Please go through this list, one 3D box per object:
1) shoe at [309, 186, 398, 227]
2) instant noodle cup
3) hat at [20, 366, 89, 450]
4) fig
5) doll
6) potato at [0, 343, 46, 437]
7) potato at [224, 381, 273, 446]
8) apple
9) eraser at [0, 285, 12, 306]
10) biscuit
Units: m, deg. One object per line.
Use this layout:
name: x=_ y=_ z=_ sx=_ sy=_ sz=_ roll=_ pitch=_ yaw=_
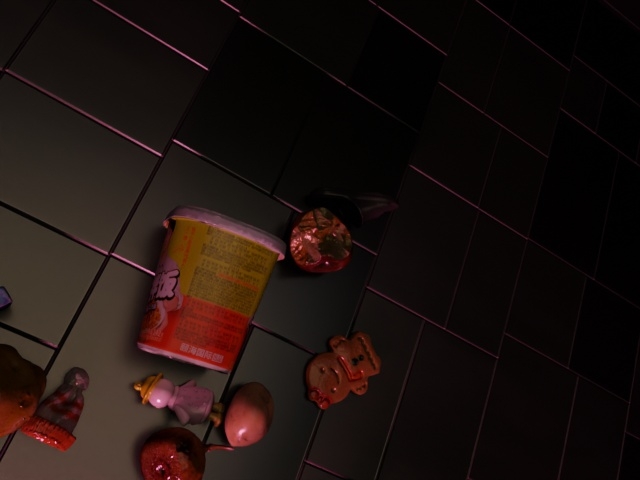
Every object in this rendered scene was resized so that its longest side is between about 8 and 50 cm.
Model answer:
shoe: x=0.087 y=-0.079 z=1.672 sx=0.241 sy=0.108 sz=0.093 roll=8 pitch=75 yaw=-17
instant noodle cup: x=-0.252 y=0.118 z=1.378 sx=0.294 sy=0.294 sz=0.307 roll=21 pitch=76 yaw=-20
hat: x=-0.521 y=0.332 z=1.275 sx=0.112 sy=0.094 sz=0.162 roll=51 pitch=51 yaw=-36
fig: x=-0.285 y=0.458 z=1.361 sx=0.201 sy=0.134 sz=0.146 roll=-16 pitch=102 yaw=-59
doll: x=-0.307 y=0.348 z=1.375 sx=0.207 sy=0.081 sz=0.129 roll=24 pitch=28 yaw=-14
potato: x=-0.700 y=0.299 z=1.147 sx=0.369 sy=0.176 sz=0.195 roll=-15 pitch=82 yaw=-23
potato: x=-0.162 y=0.394 z=1.428 sx=0.112 sy=0.112 sz=0.147 roll=25 pitch=61 yaw=-19
apple: x=0.000 y=-0.001 z=1.588 sx=0.156 sy=0.147 sz=0.158 roll=-12 pitch=70 yaw=4
eraser: x=-0.740 y=0.170 z=1.173 sx=0.312 sy=0.144 sz=0.042 roll=-27 pitch=92 yaw=-29
biscuit: x=0.054 y=0.325 z=1.591 sx=0.226 sy=0.036 sz=0.166 roll=-24 pitch=90 yaw=-29
